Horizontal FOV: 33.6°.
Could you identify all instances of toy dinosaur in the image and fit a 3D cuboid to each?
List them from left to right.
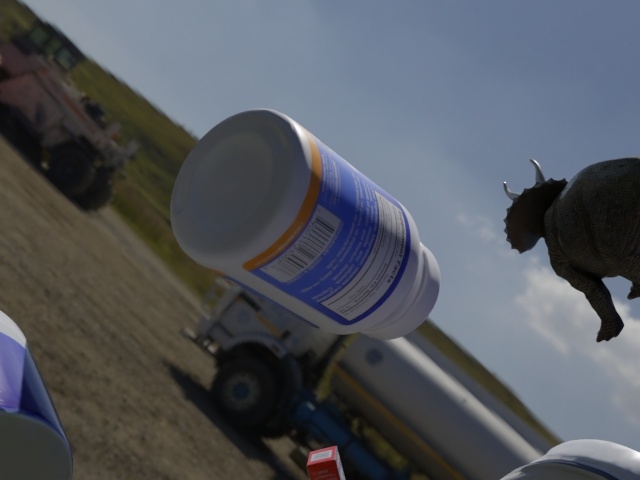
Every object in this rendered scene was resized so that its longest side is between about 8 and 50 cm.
[{"bbox_3d":[0.266,-0.010,0.949,0.160,0.121,0.313,51,-21,-4],"label":"toy dinosaur"}]

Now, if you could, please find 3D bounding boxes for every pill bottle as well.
[{"bbox_3d":[0.000,0.000,1.007,0.272,0.152,0.152,33,5,-47],"label":"pill bottle"}]

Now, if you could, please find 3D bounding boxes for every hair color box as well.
[{"bbox_3d":[0.019,0.362,1.454,0.072,0.043,0.141,-59,135,-84],"label":"hair color box"}]

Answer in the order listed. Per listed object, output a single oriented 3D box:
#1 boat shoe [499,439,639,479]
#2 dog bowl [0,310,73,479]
[{"bbox_3d":[0.105,0.190,0.624,0.095,0.084,0.258,59,-35,11],"label":"boat shoe"},{"bbox_3d":[-0.310,0.159,0.721,0.104,0.265,0.265,55,1,32],"label":"dog bowl"}]
